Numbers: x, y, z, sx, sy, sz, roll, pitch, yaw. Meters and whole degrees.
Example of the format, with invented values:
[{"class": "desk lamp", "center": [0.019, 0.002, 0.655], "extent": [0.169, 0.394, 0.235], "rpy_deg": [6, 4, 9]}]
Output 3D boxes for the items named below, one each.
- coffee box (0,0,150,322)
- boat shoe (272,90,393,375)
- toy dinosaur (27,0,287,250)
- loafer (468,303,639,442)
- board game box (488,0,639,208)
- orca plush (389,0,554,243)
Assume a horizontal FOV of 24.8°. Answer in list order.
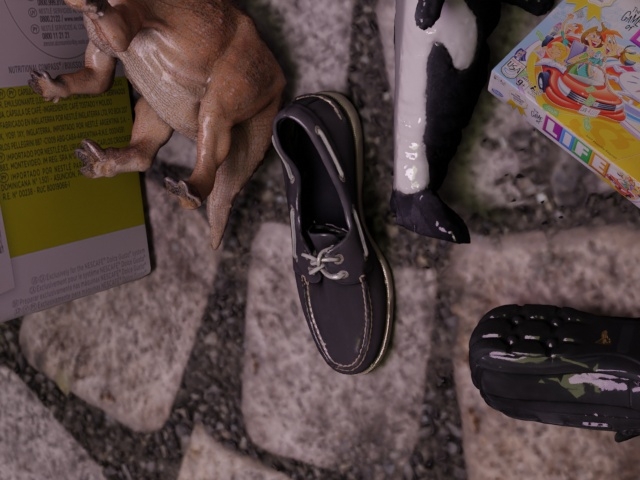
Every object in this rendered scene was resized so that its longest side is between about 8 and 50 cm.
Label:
[{"class": "coffee box", "center": [-0.367, -0.101, 1.048], "extent": [0.337, 0.338, 0.334], "rpy_deg": [-3, 98, 29]}, {"class": "boat shoe", "center": [0.000, 0.000, 1.024], "extent": [0.075, 0.065, 0.206], "rpy_deg": [-3, 99, 29]}, {"class": "toy dinosaur", "center": [-0.088, -0.142, 1.018], "extent": [0.127, 0.200, 0.296], "rpy_deg": [-2, 125, 50]}, {"class": "loafer", "center": [0.205, 0.091, 0.933], "extent": [0.223, 0.076, 0.078], "rpy_deg": [5, 133, 23]}, {"class": "board game box", "center": [0.194, -0.085, 0.887], "extent": [0.154, 0.026, 0.103], "rpy_deg": [40, 72, 16]}, {"class": "orca plush", "center": [0.102, -0.140, 0.922], "extent": [0.102, 0.151, 0.287], "rpy_deg": [0, 98, -3]}]
